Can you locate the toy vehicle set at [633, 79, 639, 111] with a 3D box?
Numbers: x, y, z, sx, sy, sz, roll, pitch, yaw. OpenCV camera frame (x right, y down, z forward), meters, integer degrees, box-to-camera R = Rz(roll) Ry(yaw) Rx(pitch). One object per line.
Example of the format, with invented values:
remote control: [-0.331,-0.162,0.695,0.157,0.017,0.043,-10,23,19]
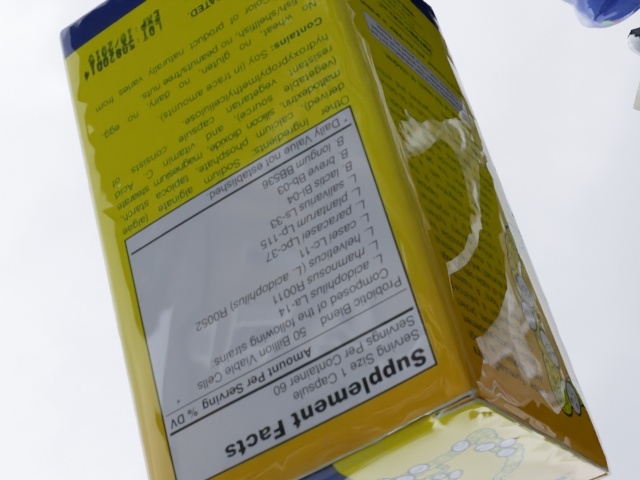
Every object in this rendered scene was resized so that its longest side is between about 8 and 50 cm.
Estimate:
toy vehicle set: [0.425,-0.089,1.161,0.166,0.267,0.035,-6,-64,-44]

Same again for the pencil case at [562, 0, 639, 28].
pencil case: [0.186,-0.307,1.139,0.306,0.133,0.119,37,-118,-29]

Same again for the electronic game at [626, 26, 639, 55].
electronic game: [0.342,-0.113,1.033,0.229,0.229,0.048,12,-72,-29]

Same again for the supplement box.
supplement box: [0.000,0.000,0.817,0.195,0.194,0.357,32,-145,-52]
